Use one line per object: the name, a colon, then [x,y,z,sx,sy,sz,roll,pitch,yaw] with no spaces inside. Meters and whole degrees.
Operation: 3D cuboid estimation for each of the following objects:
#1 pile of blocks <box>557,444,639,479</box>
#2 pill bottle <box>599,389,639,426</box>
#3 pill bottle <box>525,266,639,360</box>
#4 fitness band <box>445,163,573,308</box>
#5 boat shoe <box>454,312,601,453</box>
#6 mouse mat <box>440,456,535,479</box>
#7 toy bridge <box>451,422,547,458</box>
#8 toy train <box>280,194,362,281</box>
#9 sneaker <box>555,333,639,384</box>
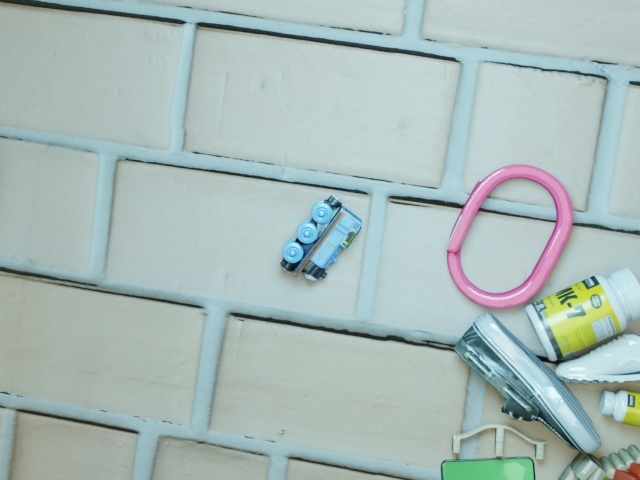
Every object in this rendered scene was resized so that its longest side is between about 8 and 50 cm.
pile of blocks: [0.650,0.457,1.777,0.362,0.112,0.149,-16,92,8]
pill bottle: [0.609,0.328,1.796,0.116,0.065,0.065,11,95,6]
pill bottle: [0.512,0.138,1.767,0.208,0.119,0.119,-26,91,7]
fitness band: [0.369,-0.008,1.810,0.209,0.054,0.291,26,97,1]
boat shoe: [0.401,0.296,1.805,0.119,0.121,0.335,-45,77,15]
mouse mat: [0.343,0.517,1.870,0.189,0.007,0.153,-4,94,6]
toy bridge: [0.360,0.400,1.850,0.188,0.026,0.063,2,93,6]
toy train: [0.000,0.000,1.839,0.105,0.080,0.184,36,97,-3]
sneaker: [0.573,0.231,1.794,0.235,0.090,0.095,-5,81,3]
